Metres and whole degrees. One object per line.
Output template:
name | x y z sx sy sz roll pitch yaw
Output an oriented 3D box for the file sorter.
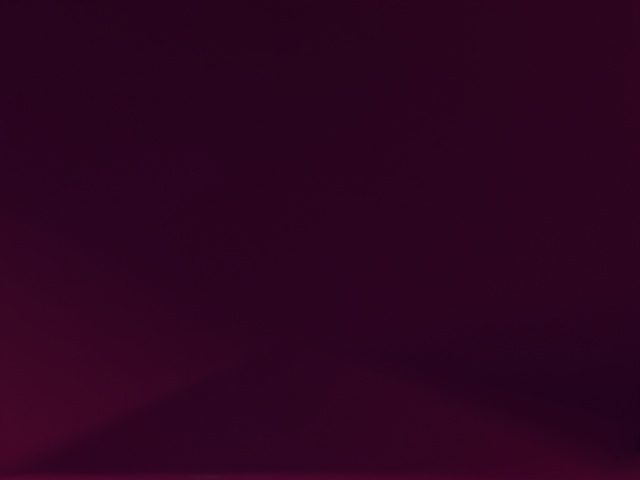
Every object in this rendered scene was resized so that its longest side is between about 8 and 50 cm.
file sorter | 0.000 0.000 0.447 0.290 0.202 0.182 -2 156 13
